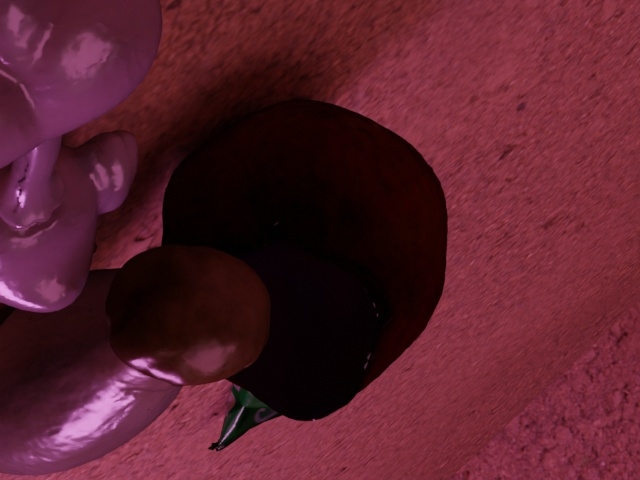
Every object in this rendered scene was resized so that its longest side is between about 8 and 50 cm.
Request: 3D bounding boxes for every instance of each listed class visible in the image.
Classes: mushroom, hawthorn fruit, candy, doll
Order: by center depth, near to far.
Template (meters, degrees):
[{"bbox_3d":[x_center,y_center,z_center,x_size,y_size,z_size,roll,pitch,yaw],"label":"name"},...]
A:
[{"bbox_3d":[-0.165,-0.050,0.906,0.160,0.094,0.365,-31,159,-22],"label":"doll"},{"bbox_3d":[-0.157,0.085,1.121,0.128,0.128,0.350,-27,179,-38],"label":"mushroom"},{"bbox_3d":[0.000,0.000,1.183,0.249,0.215,0.215,-28,159,-54],"label":"hawthorn fruit"},{"bbox_3d":[-0.027,0.137,1.639,0.141,0.078,0.203,-16,162,-31],"label":"candy"}]
